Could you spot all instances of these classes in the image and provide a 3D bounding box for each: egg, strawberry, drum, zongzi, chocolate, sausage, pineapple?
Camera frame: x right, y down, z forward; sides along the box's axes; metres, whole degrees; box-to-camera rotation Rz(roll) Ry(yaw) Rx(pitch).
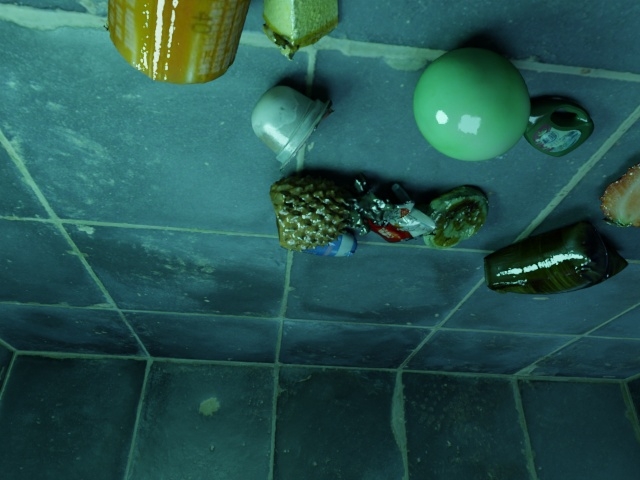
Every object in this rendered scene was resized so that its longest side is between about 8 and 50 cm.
[{"bbox_3d":[0.320,-0.279,0.988,0.269,0.221,0.220,20,144,-31],"label":"egg"},{"bbox_3d":[0.915,-0.138,1.338,0.175,0.107,0.236,38,147,10],"label":"strawberry"},{"bbox_3d":[0.305,-0.101,1.456,0.129,0.049,0.253,-8,148,15],"label":"drum"},{"bbox_3d":[0.833,0.100,1.667,0.432,0.208,0.403,13,155,-42],"label":"zongzi"},{"bbox_3d":[-0.080,-0.281,1.085,0.147,0.221,0.221,41,139,-8],"label":"chocolate"},{"bbox_3d":[-0.215,-0.433,0.745,0.232,0.233,0.287,12,149,-18],"label":"sausage"},{"bbox_3d":[0.041,-0.093,1.349,0.356,0.223,0.223,-9,149,-1],"label":"pineapple"}]

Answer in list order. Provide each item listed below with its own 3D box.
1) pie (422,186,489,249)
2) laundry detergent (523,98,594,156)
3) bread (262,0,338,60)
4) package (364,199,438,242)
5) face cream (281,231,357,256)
[{"bbox_3d":[0.410,-0.064,1.450,0.240,0.054,0.241,-12,136,-12],"label":"pie"},{"bbox_3d":[0.550,-0.286,1.130,0.210,0.063,0.137,21,142,-26],"label":"laundry detergent"},{"bbox_3d":[-0.036,-0.444,0.881,0.152,0.127,0.147,-27,153,-19],"label":"bread"},{"bbox_3d":[0.229,-0.063,1.436,0.194,0.071,0.269,47,159,-16],"label":"package"},{"bbox_3d":[0.000,0.000,1.601,0.263,0.083,0.149,10,149,-15],"label":"face cream"}]
